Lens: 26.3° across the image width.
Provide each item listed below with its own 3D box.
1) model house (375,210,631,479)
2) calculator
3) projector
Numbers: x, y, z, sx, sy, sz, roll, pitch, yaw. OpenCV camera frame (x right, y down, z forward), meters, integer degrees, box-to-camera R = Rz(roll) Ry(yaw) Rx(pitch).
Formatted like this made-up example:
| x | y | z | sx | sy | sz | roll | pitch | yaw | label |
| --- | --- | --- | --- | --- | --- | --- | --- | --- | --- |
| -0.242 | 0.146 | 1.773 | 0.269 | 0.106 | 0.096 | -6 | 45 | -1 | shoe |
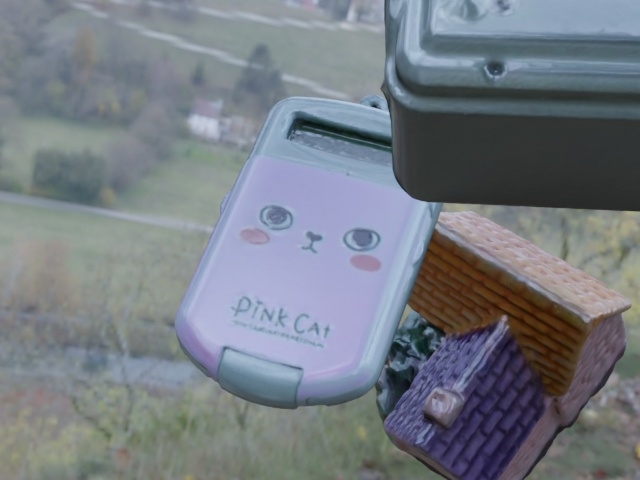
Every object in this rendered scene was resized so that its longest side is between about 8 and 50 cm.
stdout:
| x | y | z | sx | sy | sz | roll | pitch | yaw | label |
| --- | --- | --- | --- | --- | --- | --- | --- | --- | --- |
| 0.146 | 0.098 | 1.293 | 0.202 | 0.237 | 0.237 | 38 | -7 | 23 | model house |
| 0.000 | 0.000 | 0.911 | 0.141 | 0.045 | 0.246 | 16 | 61 | 14 | calculator |
| 0.123 | -0.141 | 0.535 | 0.192 | 0.099 | 0.257 | 2 | 63 | 7 | projector |
